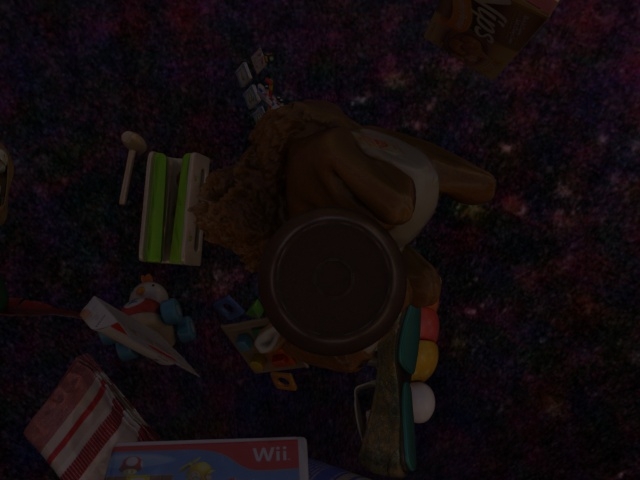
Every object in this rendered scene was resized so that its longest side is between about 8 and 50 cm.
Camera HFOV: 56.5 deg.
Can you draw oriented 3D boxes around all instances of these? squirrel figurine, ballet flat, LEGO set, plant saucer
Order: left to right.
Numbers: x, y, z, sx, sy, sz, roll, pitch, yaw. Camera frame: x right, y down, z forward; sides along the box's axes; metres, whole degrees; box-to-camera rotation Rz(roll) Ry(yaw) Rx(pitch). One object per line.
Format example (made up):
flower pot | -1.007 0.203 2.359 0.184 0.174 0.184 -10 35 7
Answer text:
ballet flat | -0.682 -0.136 1.246 0.080 0.073 0.232 -1 60 -31
LEGO set | -0.172 -0.412 1.618 0.060 0.244 0.183 -22 94 -27
squirrel figurine | 0.000 0.000 0.927 0.397 0.371 0.281 34 30 21
plant saucer | 0.014 0.042 0.657 0.168 0.029 0.169 0 81 -2
ballet flat | 0.121 0.251 1.101 0.123 0.123 0.349 6 61 2

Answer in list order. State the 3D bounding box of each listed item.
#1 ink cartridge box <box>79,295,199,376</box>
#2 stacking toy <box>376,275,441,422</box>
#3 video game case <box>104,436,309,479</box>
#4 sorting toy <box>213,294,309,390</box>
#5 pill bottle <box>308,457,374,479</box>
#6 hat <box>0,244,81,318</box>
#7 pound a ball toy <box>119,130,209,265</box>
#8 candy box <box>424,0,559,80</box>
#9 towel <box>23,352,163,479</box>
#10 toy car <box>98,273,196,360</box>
ink cartridge box | -0.287 0.165 0.944 0.045 0.145 0.179 -53 39 -7
stacking toy | 0.271 0.339 1.909 0.350 0.351 0.480 -7 57 -8
video game case | -0.107 0.293 0.514 0.203 0.025 0.285 -1 31 -4
sorting toy | -0.148 0.281 1.529 0.195 0.348 0.047 -11 32 32
pill bottle | -0.022 0.434 0.965 0.271 0.152 0.152 3 47 40
hat | -0.515 0.118 0.923 0.208 0.173 0.184 -39 91 -14
pound a ball toy | -0.388 -0.102 1.486 0.208 0.135 0.320 3 86 14
candy box | 0.322 -0.438 1.140 0.182 0.316 0.088 32 85 2
towel | -0.439 0.420 1.182 0.329 0.037 0.237 42 104 17
toy car | -0.501 0.187 1.716 0.219 0.210 0.238 -18 54 0
